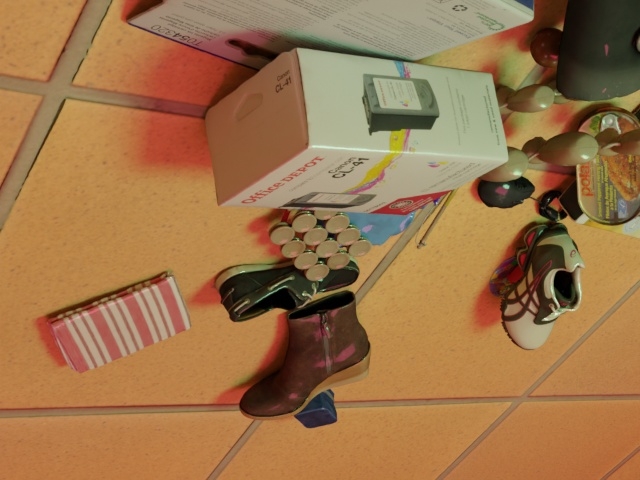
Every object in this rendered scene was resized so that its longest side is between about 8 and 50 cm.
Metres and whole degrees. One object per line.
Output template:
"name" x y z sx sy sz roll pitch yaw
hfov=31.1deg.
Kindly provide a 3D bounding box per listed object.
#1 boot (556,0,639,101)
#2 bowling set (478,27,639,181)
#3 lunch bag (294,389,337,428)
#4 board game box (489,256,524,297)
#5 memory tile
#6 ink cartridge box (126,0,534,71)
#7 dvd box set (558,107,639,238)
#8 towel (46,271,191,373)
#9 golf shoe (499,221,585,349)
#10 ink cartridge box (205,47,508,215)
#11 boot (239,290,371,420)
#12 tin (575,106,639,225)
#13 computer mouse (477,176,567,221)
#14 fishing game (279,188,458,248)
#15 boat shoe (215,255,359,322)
"boot" 0.315 -0.349 1.337 0.367 0.146 0.445 -18 144 -12
"bowling set" 0.322 -0.192 1.609 0.287 0.199 0.154 -7 -176 -20
"lunch bag" -0.013 0.293 2.083 0.067 0.065 0.098 -14 149 12
"board game box" 0.385 0.061 2.053 0.169 0.033 0.133 -25 147 -2
"memory tile" 0.000 0.000 1.676 0.113 0.012 0.148 -30 139 11
"ink cartridge box" 0.010 -0.272 1.276 0.330 0.071 0.324 -11 163 43
"dvd box set" 0.631 -0.122 1.925 0.420 0.062 0.307 11 128 -42
"towel" -0.295 0.120 1.702 0.197 0.029 0.144 -22 146 -10
"golf shoe" 0.384 0.101 1.981 0.105 0.120 0.272 -14 131 -18
"ink cartridge box" 0.044 -0.126 1.431 0.306 0.131 0.226 0 164 -34
"boot" -0.039 0.191 1.937 0.248 0.090 0.207 -20 134 -5
"tin" 0.445 -0.114 1.766 0.106 0.040 0.189 -4 115 10
"computer mouse" 0.335 -0.061 1.849 0.242 0.041 0.071 14 129 -45
"fishing game" 0.072 -0.063 1.677 0.264 0.041 0.189 3 131 -26
"boat shoe" -0.041 0.075 1.759 0.233 0.079 0.084 -9 142 -25
